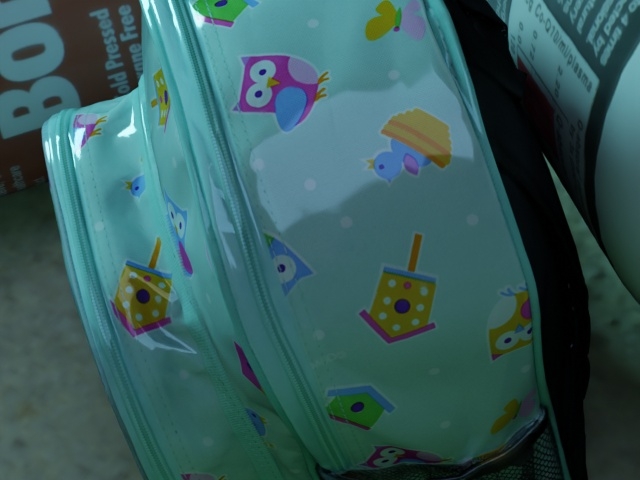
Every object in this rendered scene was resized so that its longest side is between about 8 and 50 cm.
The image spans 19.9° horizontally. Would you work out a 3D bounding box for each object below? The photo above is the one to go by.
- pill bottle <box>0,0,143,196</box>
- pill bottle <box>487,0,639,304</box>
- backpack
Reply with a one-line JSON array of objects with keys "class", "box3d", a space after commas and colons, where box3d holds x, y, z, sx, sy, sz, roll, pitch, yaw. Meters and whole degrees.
[{"class": "pill bottle", "box3d": [-0.127, -0.072, 0.621, 0.216, 0.121, 0.121, -19, 57, -8]}, {"class": "pill bottle", "box3d": [0.136, -0.060, 0.527, 0.162, 0.162, 0.278, -15, 38, -5]}, {"class": "backpack", "box3d": [0.000, 0.000, 0.524, 0.144, 0.188, 0.165, -13, 58, -5]}]
